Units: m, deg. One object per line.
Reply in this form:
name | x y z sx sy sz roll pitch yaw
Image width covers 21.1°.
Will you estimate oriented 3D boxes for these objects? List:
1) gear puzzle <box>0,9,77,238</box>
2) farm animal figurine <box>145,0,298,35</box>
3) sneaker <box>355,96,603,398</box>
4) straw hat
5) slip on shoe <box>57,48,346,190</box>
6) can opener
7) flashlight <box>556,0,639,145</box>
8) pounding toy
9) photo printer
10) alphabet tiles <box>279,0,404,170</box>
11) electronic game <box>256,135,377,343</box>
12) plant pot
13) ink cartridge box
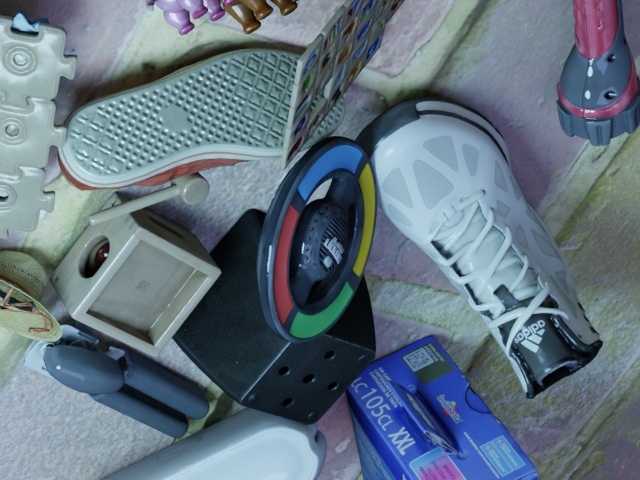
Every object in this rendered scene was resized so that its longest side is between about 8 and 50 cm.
gear puzzle | -0.346 -0.087 1.708 0.175 0.044 0.339 9 124 -8
farm animal figurine | -0.041 -0.334 1.559 0.327 0.172 0.330 -32 176 1
sneaker | 0.216 0.021 2.007 0.169 0.257 0.447 -38 137 9
straw hat | -0.332 0.046 1.863 0.061 0.144 0.144 -64 146 -26
slip on shoe | -0.126 -0.122 1.802 0.331 0.123 0.101 -17 175 -26
can opener | -0.233 0.180 2.026 0.076 0.095 0.283 -42 137 14
flashlight | 0.302 -0.242 1.920 0.103 0.103 0.304 -23 139 -4
pounding toy | -0.201 -0.005 1.876 0.181 0.094 0.206 30 102 -39
photo printer | -0.138 0.296 2.095 0.307 0.256 0.107 -26 93 -4
alphabet tiles | 0.032 -0.204 1.744 0.237 0.009 0.198 -54 168 -27
electronic game | 0.000 0.000 1.850 0.229 0.048 0.229 -39 137 -49
plant pot | -0.043 0.105 2.010 0.187 0.167 0.188 22 116 -42
ink cartridge box | 0.165 0.317 2.255 0.151 0.270 0.395 -25 138 -14
